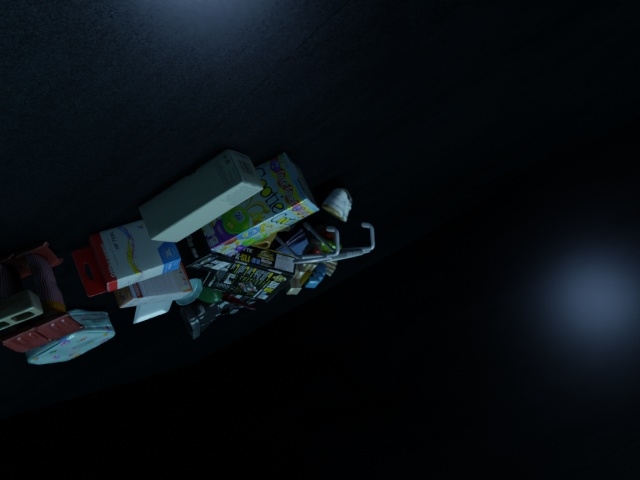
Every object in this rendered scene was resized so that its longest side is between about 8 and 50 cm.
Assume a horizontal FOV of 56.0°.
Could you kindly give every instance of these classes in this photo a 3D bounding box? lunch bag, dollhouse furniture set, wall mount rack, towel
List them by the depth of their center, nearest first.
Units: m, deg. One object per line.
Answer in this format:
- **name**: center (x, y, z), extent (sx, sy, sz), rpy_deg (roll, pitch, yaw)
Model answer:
- **dollhouse furniture set**: center (-0.648, 0.084, 1.252), extent (0.152, 0.201, 0.374), rpy_deg (-22, 161, -11)
- **lunch bag**: center (-0.831, 0.314, 2.009), extent (0.224, 0.108, 0.279), rpy_deg (-32, 169, 6)
- **wall mount rack**: center (0.000, 0.000, 2.018), extent (0.304, 0.130, 0.350), rpy_deg (-3, -177, 39)
- **towel**: center (-0.153, 0.060, 2.315), extent (0.243, 0.040, 0.336), rpy_deg (-35, 170, -5)

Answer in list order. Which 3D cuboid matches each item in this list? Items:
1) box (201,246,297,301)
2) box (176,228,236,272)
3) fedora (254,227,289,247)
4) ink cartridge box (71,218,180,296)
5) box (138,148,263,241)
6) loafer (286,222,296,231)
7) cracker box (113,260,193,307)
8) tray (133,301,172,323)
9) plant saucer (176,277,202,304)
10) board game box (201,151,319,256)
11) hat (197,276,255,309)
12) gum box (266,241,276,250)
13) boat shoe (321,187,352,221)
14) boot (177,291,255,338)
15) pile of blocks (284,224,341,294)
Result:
- **box**: center (-0.252, 0.109, 2.067), extent (0.257, 0.079, 0.322), rpy_deg (14, 155, -16)
- **box**: center (-0.317, -0.001, 1.623), extent (0.078, 0.147, 0.180), rpy_deg (-27, 166, 9)
- **fedora**: center (-0.187, -0.023, 1.784), extent (0.194, 0.079, 0.194), rpy_deg (6, 169, 1)
- **ink cartridge box**: center (-0.481, 0.036, 1.488), extent (0.231, 0.134, 0.078), rpy_deg (-20, 167, -25)
- **box**: center (-0.281, -0.100, 1.412), extent (0.275, 0.094, 0.113), rpy_deg (-29, 167, 17)
- **loafer**: center (-0.112, -0.091, 1.840), extent (0.078, 0.076, 0.223), rpy_deg (-44, 163, -3)
- **cracker box**: center (-0.480, 0.095, 1.681), extent (0.067, 0.155, 0.232), rpy_deg (-31, 166, 26)
- **tray**: center (-0.640, 0.249, 2.291), extent (0.145, 0.030, 0.270), rpy_deg (-20, 166, -26)
- **plant saucer**: center (-0.494, 0.186, 2.238), extent (0.119, 0.021, 0.119), rpy_deg (-34, 145, -28)
- **board game box**: center (-0.166, -0.089, 1.559), extent (0.275, 0.144, 0.142), rpy_deg (-27, 167, 7)
- **hat**: center (-0.410, 0.238, 2.330), extent (0.208, 0.183, 0.173), rpy_deg (-33, 165, 31)
- **gum box**: center (-0.260, 0.069, 2.259), extent (0.157, 0.041, 0.184), rpy_deg (-21, 166, -23)
- **boat shoe**: center (0.064, -0.124, 1.977), extent (0.096, 0.098, 0.277), rpy_deg (-60, 180, 1)
- **boot**: center (-0.380, 0.250, 2.601), extent (0.445, 0.146, 0.367), rpy_deg (-29, 178, -20)
- **pile of blocks**: center (-0.004, 0.064, 2.164), extent (0.112, 0.149, 0.362), rpy_deg (-53, -178, 44)
